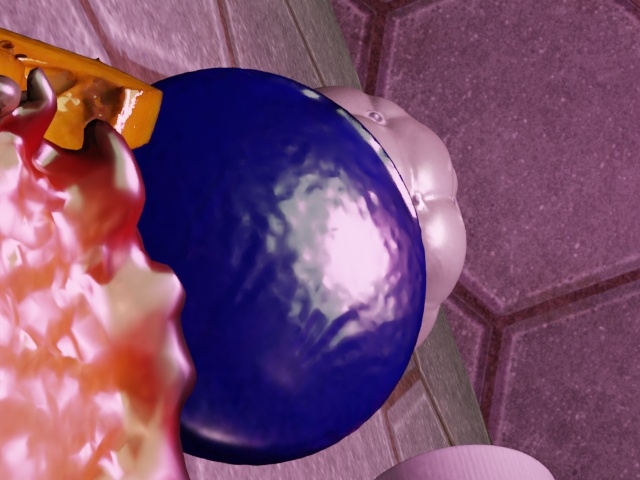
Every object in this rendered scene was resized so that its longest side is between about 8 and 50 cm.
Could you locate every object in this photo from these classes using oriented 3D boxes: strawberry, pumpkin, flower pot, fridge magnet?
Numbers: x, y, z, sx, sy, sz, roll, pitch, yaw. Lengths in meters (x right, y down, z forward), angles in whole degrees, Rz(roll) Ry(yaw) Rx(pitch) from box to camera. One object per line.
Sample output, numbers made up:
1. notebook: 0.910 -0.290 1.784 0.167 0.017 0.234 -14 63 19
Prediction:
1. strawberry: -0.140 0.088 0.383 0.280 0.150 0.253 65 31 -34
2. pumpkin: -0.188 -0.045 0.581 0.254 0.149 0.130 -24 133 -78
3. flower pot: 0.000 0.000 1.006 0.246 0.246 0.195 62 41 -34
4. fridge magnet: -0.050 0.015 0.801 0.113 0.265 0.265 -23 -93 59

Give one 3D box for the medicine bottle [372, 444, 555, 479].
1. medicine bottle: 0.140 0.351 1.018 0.306 0.245 0.245 -100 165 -49
